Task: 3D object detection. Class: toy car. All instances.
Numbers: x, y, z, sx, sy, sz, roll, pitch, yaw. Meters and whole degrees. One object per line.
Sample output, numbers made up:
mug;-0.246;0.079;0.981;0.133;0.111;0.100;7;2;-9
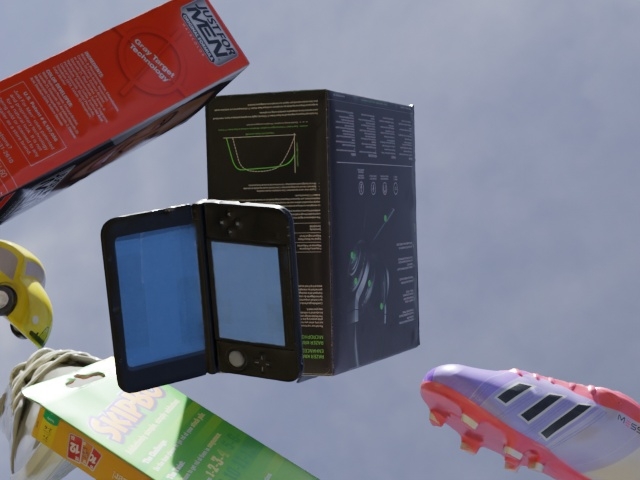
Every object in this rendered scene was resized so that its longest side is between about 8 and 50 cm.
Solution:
toy car;-0.297;-0.016;0.973;0.053;0.239;0.225;-48;-168;-13

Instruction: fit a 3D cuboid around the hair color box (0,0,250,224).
hair color box;-0.105;-0.051;0.531;0.043;0.141;0.072;56;-35;-2

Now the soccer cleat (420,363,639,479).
soccer cleat;0.183;0.138;0.944;0.083;0.248;0.095;-13;-129;65

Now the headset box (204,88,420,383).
headset box;0.000;0.000;1.257;0.131;0.246;0.283;-1;-87;23

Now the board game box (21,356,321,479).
board game box;-0.089;0.167;0.910;0.259;0.124;0.039;31;-70;20

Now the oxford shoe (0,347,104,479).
oxford shoe;-0.288;0.183;1.385;0.130;0.169;0.449;57;-15;-2

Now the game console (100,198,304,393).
game console;-0.075;0.040;0.820;0.107;0.071;0.122;6;-71;28
